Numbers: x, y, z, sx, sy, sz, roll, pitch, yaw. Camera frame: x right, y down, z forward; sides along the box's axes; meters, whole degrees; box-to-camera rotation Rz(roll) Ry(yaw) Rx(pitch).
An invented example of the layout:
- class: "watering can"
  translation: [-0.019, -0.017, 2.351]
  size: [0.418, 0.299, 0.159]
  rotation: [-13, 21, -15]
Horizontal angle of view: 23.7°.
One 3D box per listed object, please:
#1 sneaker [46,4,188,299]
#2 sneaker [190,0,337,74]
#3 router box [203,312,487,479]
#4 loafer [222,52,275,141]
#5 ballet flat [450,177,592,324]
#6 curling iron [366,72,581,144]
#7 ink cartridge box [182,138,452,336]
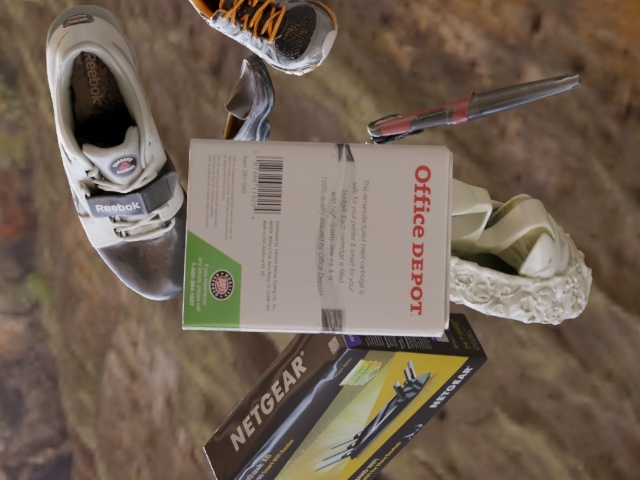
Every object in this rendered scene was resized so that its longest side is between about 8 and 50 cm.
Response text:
- class: "sneaker"
  translation: [-0.213, -0.072, 1.590]
  size: [0.122, 0.330, 0.146]
  rotation: [-19, -161, -1]
- class: "sneaker"
  translation: [-0.069, -0.241, 1.649]
  size: [0.215, 0.084, 0.083]
  rotation: [26, -177, 41]
- class: "router box"
  translation: [0.030, 0.211, 1.976]
  size: [0.243, 0.309, 0.081]
  rotation: [7, -136, -39]
- class: "loafer"
  translation: [-0.102, -0.190, 2.117]
  size: [0.061, 0.170, 0.062]
  rotation: [-19, -125, -18]
- class: "ballet flat"
  translation: [0.169, 0.001, 1.666]
  size: [0.409, 0.147, 0.147]
  rotation: [10, -166, -33]
- class: "curling iron"
  translation: [0.178, -0.162, 1.820]
  size: [0.274, 0.035, 0.068]
  rotation: [-15, -169, 25]
- class: "ink cartridge box"
  translation: [0.000, 0.000, 1.285]
  size: [0.219, 0.160, 0.092]
  rotation: [2, 176, 4]
